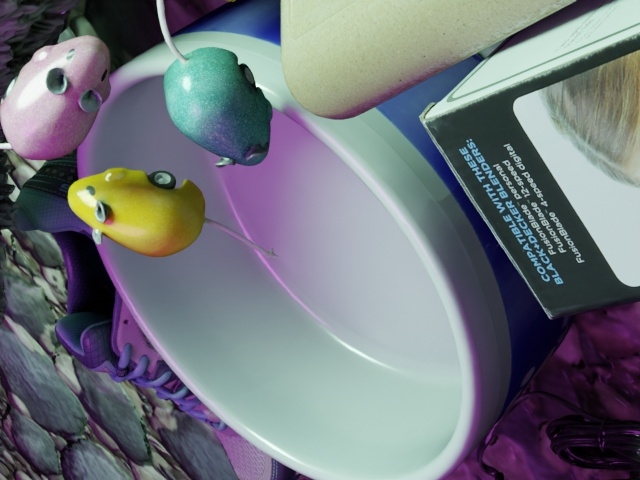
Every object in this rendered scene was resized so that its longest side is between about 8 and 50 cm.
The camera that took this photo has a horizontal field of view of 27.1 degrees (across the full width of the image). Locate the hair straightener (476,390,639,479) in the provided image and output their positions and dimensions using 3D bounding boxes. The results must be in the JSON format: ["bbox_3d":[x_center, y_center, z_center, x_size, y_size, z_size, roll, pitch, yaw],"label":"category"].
[{"bbox_3d":[0.173,0.114,0.666,0.230,0.047,0.089,-2,80,45],"label":"hair straightener"}]

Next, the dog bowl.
[{"bbox_3d":[0.000,0.000,0.700,0.265,0.104,0.265,28,139,28],"label":"dog bowl"}]

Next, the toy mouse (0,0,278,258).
[{"bbox_3d":[-0.078,-0.049,0.567,0.161,0.031,0.143,12,131,-11],"label":"toy mouse"}]

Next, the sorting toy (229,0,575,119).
[{"bbox_3d":[0.012,-0.168,0.493,0.307,0.041,0.229,-22,68,53],"label":"sorting toy"}]

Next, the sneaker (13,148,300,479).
[{"bbox_3d":[-0.106,0.059,0.853,0.110,0.122,0.283,-4,119,50],"label":"sneaker"}]

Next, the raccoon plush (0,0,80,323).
[{"bbox_3d":[-0.185,-0.087,0.604,0.446,0.216,0.299,-8,85,63],"label":"raccoon plush"}]

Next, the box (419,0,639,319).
[{"bbox_3d":[0.185,-0.078,0.375,0.290,0.169,0.087,-18,110,51],"label":"box"}]
